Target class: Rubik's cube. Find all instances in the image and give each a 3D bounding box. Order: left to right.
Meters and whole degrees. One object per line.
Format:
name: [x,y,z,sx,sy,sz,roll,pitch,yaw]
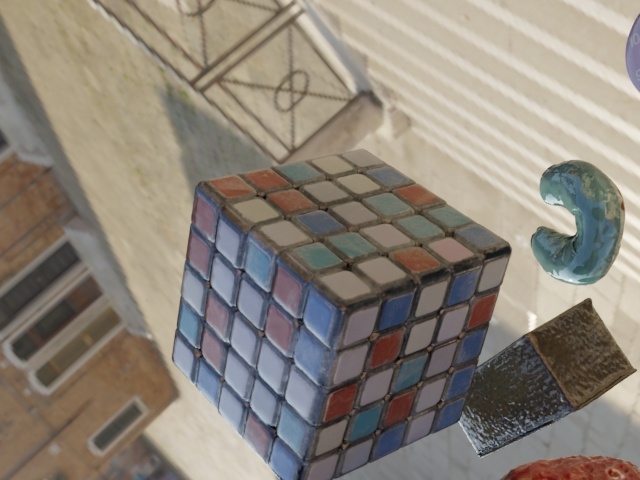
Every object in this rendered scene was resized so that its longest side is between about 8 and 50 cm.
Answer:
Rubik's cube: [0.018,0.086,1.273,0.292,0.287,0.293,40,131,36]

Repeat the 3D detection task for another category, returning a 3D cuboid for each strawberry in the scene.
strawberry: [0.518,0.565,1.991,0.292,0.310,0.291,178,90,-67]

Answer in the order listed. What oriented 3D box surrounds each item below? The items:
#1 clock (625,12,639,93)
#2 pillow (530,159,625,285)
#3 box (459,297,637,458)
clock: [0.437,-0.211,1.129,0.198,0.064,0.172,-34,55,50]
pillow: [0.465,-0.033,1.870,0.214,0.086,0.233,30,125,53]
box: [0.355,0.233,1.698,0.143,0.184,0.273,58,141,11]
